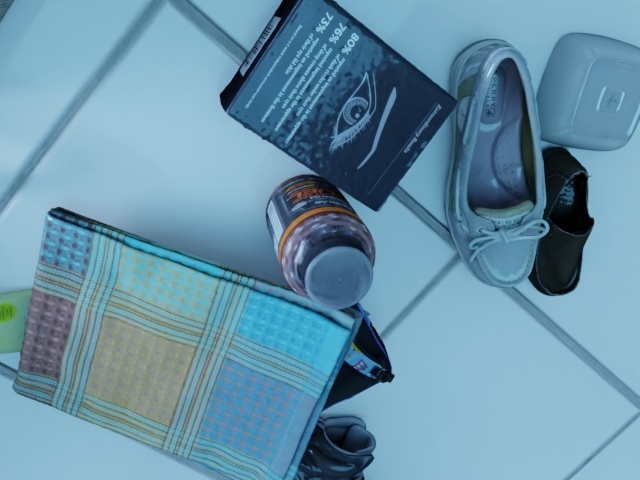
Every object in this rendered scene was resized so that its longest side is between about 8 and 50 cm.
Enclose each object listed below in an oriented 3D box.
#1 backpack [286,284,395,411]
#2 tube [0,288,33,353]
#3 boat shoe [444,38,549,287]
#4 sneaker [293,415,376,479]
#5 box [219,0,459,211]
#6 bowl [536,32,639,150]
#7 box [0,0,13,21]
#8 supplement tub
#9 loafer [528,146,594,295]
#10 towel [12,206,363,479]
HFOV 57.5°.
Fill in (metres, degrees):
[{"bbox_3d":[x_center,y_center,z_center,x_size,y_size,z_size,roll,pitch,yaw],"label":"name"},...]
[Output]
[{"bbox_3d":[-0.010,0.124,0.752,0.158,0.117,0.173,-28,113,0],"label":"backpack"},{"bbox_3d":[-0.438,0.103,0.670,0.240,0.062,0.070,-3,156,-33],"label":"tube"},{"bbox_3d":[0.217,-0.076,0.713,0.118,0.103,0.320,-5,113,4],"label":"boat shoe"},{"bbox_3d":[0.049,0.363,0.875,0.268,0.101,0.153,37,103,-21],"label":"sneaker"},{"bbox_3d":[0.017,-0.155,0.643,0.207,0.108,0.153,32,103,-23],"label":"box"},{"bbox_3d":[0.351,-0.182,0.736,0.142,0.053,0.142,6,110,-15],"label":"bowl"},{"bbox_3d":[-0.322,-0.271,0.502,0.121,0.148,0.311,34,101,-22],"label":"box"},{"bbox_3d":[0.000,0.000,0.657,0.106,0.198,0.106,-5,114,-11],"label":"supplement tub"},{"bbox_3d":[0.321,-0.012,0.786,0.080,0.078,0.220,-16,115,-5],"label":"loafer"},{"bbox_3d":[-0.168,0.140,0.687,0.370,0.040,0.271,20,110,-1],"label":"towel"}]
